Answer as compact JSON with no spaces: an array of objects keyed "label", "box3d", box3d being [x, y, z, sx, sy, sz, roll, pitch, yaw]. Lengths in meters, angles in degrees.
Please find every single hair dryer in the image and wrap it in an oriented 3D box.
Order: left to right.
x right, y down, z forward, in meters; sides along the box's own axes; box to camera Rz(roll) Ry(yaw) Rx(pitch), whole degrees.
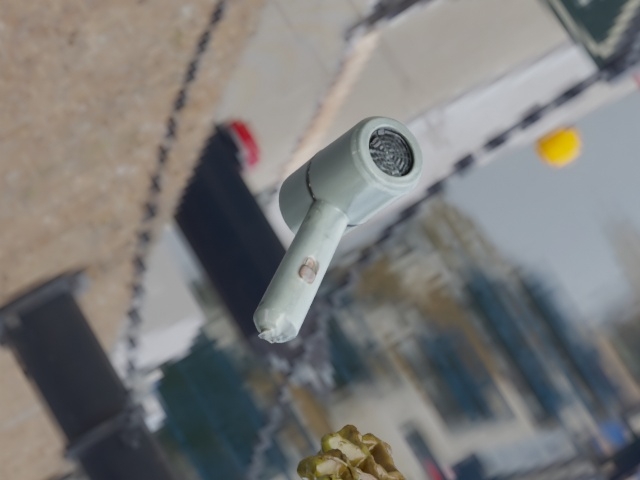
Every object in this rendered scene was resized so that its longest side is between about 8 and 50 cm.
[{"label":"hair dryer","box3d":[0.000,0.000,1.053,0.082,0.047,0.137,-34,-157,51]}]

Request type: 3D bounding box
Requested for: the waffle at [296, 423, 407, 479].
[{"label":"waffle","box3d":[0.087,0.264,1.428,0.069,0.293,0.260,-46,176,11]}]
